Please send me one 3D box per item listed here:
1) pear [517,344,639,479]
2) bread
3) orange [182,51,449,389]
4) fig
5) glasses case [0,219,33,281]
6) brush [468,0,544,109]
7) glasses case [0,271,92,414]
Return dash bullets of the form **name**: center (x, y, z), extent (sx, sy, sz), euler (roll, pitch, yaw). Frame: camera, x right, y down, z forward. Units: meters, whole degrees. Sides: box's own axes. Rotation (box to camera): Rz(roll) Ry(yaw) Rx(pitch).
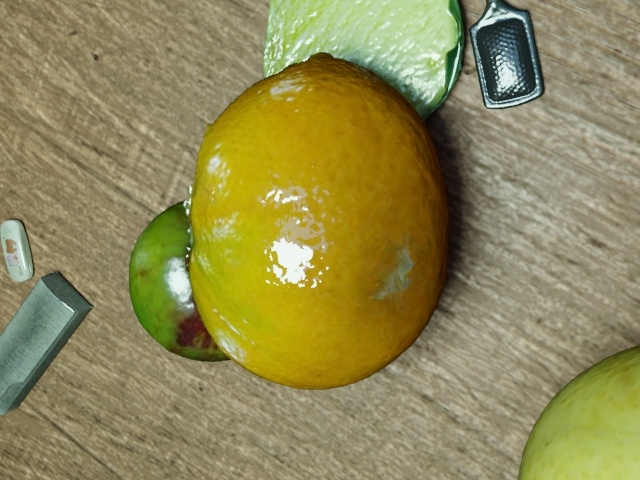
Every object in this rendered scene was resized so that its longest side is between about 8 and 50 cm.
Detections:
- **pear**: center (0.341, 0.238, 0.630), extent (0.349, 0.348, 0.348), euler (3, 98, 19)
- **bread**: center (0.042, -0.212, 0.832), extent (0.229, 0.033, 0.228), euler (3, 100, 19)
- **orange**: center (0.004, 0.002, 0.765), extent (0.274, 0.274, 0.310), euler (35, 130, 12)
- **fig**: center (-0.124, 0.047, 0.858), extent (0.181, 0.181, 0.191), euler (54, 136, 6)
- **glasses case**: center (-0.405, 0.014, 1.029), extent (0.032, 0.021, 0.083), euler (-9, 94, 19)
- **brush**: center (0.179, -0.231, 0.788), extent (0.063, 0.016, 0.193), euler (-12, 94, 20)
- **glasses case**: center (-0.391, 0.140, 1.029), extent (0.071, 0.047, 0.205), euler (43, 108, 8)
